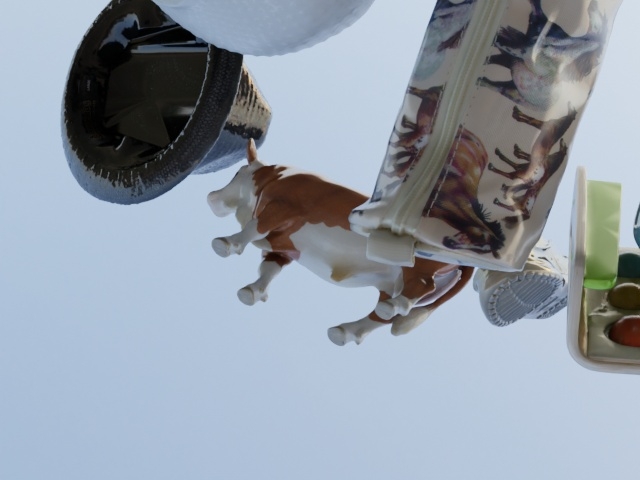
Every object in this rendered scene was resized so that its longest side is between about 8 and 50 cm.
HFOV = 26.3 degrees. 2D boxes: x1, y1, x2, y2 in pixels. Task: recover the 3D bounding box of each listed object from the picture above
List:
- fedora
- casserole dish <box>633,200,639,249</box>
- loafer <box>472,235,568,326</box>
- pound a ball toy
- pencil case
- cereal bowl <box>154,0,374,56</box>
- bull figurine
[{"bbox_3d":[-0.169,-0.174,1.673,0.152,0.334,0.334,21,-155,-43],"label":"fedora"},{"bbox_3d":[0.337,-0.055,1.263,0.037,0.114,0.188,40,-138,-6],"label":"casserole dish"},{"bbox_3d":[0.235,0.040,1.619,0.102,0.268,0.092,-40,-110,15],"label":"loafer"},{"bbox_3d":[0.342,0.042,1.319,0.208,0.135,0.319,3,-157,9],"label":"pound a ball toy"},{"bbox_3d":[0.158,-0.163,1.169,0.160,0.410,0.183,23,-175,37],"label":"pencil case"},{"bbox_3d":[-0.103,-0.301,1.160,0.141,0.339,0.339,-34,-127,-26],"label":"cereal bowl"},{"bbox_3d":[0.000,0.000,1.413,0.310,0.101,0.188,17,-138,20],"label":"bull figurine"}]
